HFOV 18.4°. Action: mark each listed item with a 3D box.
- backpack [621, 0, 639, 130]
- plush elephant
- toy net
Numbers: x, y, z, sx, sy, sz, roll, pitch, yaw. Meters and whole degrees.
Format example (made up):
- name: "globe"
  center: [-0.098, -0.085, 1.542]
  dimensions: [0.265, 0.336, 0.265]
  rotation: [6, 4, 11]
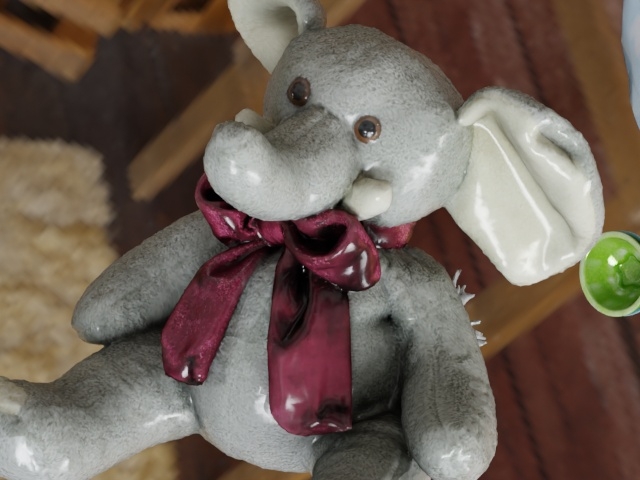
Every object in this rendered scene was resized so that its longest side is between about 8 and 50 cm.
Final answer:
- name: "backpack"
  center: [0.214, -0.098, 0.365]
  dimensions: [0.290, 0.355, 0.273]
  rotation: [21, 30, -37]
- name: "plush elephant"
  center: [0.000, 0.000, 1.086]
  dimensions: [0.272, 0.255, 0.330]
  rotation: [20, 33, 29]
- name: "toy net"
  center: [0.288, -0.032, 1.512]
  dimensions: [0.045, 0.232, 0.122]
  rotation: [-2, 31, -44]
